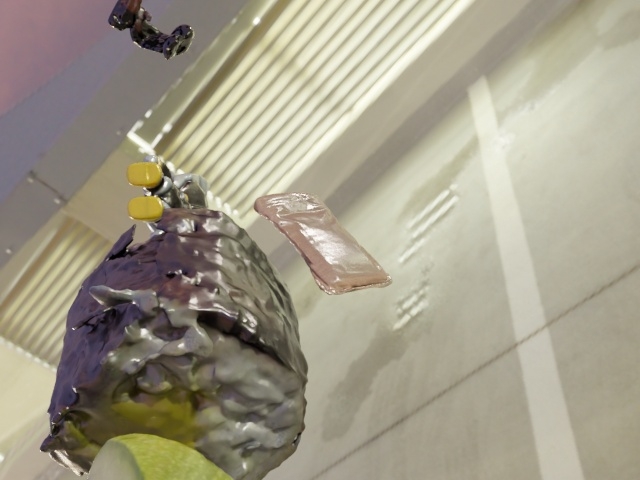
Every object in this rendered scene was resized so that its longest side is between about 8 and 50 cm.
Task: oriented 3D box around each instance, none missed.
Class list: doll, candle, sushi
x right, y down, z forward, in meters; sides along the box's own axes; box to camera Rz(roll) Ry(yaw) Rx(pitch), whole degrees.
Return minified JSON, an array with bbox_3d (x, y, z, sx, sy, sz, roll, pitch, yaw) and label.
[{"bbox_3d":[-0.215,-0.037,1.147,0.103,0.145,0.316,-29,-11,0],"label":"doll"},{"bbox_3d":[-0.090,-0.123,0.245,0.026,0.167,0.021,-25,-13,-28],"label":"candle"},{"bbox_3d":[-0.165,0.139,0.914,0.299,0.281,0.294,-58,18,18],"label":"sushi"}]

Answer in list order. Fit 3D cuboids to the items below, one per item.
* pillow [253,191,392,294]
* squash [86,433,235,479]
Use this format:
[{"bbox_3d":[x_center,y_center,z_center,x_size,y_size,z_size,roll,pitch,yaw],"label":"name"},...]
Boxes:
[{"bbox_3d":[0.002,-0.001,1.057,0.211,0.135,0.034,49,129,33],"label":"pillow"},{"bbox_3d":[-0.114,0.223,0.432,0.093,0.169,0.252,-47,-1,17],"label":"squash"}]
